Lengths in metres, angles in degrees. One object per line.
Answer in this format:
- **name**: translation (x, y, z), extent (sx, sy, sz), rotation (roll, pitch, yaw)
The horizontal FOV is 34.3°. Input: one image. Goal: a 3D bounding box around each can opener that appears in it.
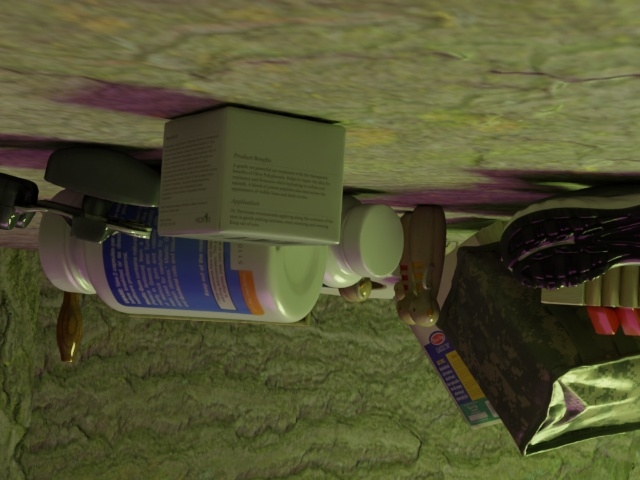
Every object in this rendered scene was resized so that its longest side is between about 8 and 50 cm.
- **can opener**: translation (-0.283, -0.060, 0.945), extent (0.283, 0.095, 0.076), rotation (15, -177, 1)

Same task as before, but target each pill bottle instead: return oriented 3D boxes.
- **pill bottle**: translation (-0.142, 0.002, 1.054), extent (0.271, 0.152, 0.152), rotation (2, 177, 22)
- **pill bottle**: translation (0.000, 0.000, 1.228), extent (0.186, 0.112, 0.112), rotation (1, 176, 41)

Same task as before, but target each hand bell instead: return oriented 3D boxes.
- **hand bell**: translation (-0.383, 0.066, 1.605), extent (0.126, 0.242, 0.126), rotation (3, 177, 0)

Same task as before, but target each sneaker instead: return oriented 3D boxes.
- **sneaker**: translation (0.309, -0.017, 0.971), extent (0.271, 0.100, 0.108), rotation (-1, -160, 19)

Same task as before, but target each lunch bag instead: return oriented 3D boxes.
- **lunch bag**: translation (0.330, 0.111, 1.279), extent (0.286, 0.169, 0.235), rotation (-7, -138, -23)

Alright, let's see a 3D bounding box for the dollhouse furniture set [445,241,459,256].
- **dollhouse furniture set**: translation (0.226, 0.011, 2.000), extent (0.076, 0.059, 0.152), rotation (10, 160, 19)

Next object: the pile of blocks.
- **pile of blocks**: translation (0.351, 0.049, 1.144), extent (0.362, 0.113, 0.149), rotation (5, 177, -17)

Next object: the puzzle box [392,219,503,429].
- **puzzle box**: translation (0.254, 0.148, 1.621), extent (0.052, 0.272, 0.409), rotation (-28, 173, -19)

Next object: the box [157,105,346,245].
- **box**: translation (-0.051, -0.042, 0.746), extent (0.101, 0.087, 0.102), rotation (5, 177, -34)

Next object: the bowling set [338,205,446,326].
- **bowling set**: translation (0.062, 0.035, 1.418), extent (0.199, 0.154, 0.287), rotation (3, 176, 2)

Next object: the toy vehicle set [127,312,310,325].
- **toy vehicle set**: translation (-0.144, 0.036, 1.522), extent (0.266, 0.166, 0.035), rotation (4, 176, -3)

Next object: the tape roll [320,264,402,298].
- **tape roll**: translation (0.025, 0.045, 1.944), extent (0.391, 0.072, 0.392), rotation (7, 169, 1)
